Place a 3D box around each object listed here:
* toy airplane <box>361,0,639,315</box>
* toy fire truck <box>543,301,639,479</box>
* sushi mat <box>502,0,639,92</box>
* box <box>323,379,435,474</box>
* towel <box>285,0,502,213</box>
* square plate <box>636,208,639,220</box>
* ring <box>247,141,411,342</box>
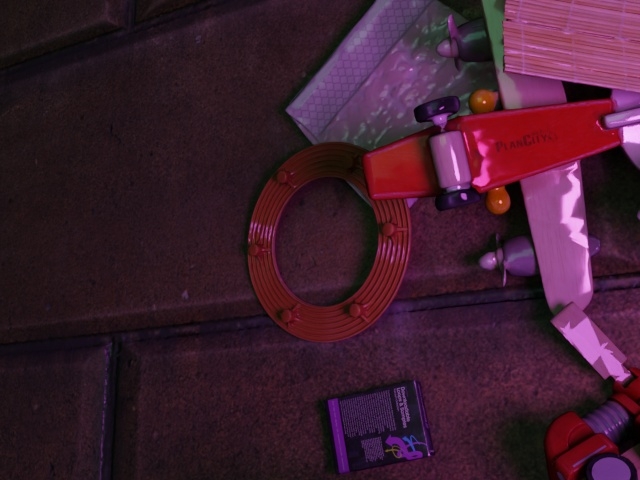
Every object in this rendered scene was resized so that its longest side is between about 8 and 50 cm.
[{"bbox_3d":[0.290,-0.139,1.138,0.384,0.272,0.386,32,84,-7],"label":"toy airplane"},{"bbox_3d":[0.364,0.220,1.031,0.217,0.158,0.246,-27,36,-11],"label":"toy fire truck"},{"bbox_3d":[0.386,-0.255,1.026,0.317,0.019,0.151,9,72,0],"label":"sushi mat"},{"bbox_3d":[0.089,0.290,1.246,0.162,0.029,0.116,-18,70,26],"label":"box"},{"bbox_3d":[0.130,-0.247,1.351,0.332,0.053,0.317,-49,60,11],"label":"towel"},{"bbox_3d":[0.593,-0.082,0.874,0.344,0.049,0.347,33,75,34],"label":"square plate"},{"bbox_3d":[0.000,0.000,1.337,0.337,0.032,0.336,-5,82,36],"label":"ring"}]
